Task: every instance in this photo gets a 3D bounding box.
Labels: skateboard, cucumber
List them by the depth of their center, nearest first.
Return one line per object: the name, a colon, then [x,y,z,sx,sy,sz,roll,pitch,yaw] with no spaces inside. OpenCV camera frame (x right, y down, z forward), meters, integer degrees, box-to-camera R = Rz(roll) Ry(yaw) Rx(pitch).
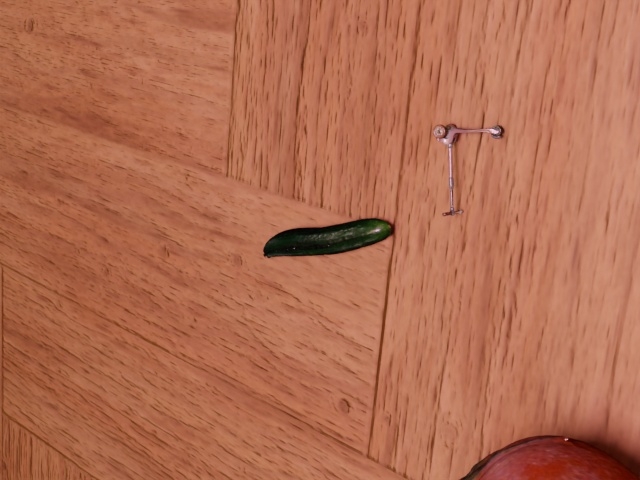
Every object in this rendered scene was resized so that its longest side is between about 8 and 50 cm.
skateboard: [0.133,-0.063,0.910,0.064,0.032,0.083,5,99,33]
cucumber: [0.000,0.000,1.046,0.184,0.036,0.033,-6,102,43]

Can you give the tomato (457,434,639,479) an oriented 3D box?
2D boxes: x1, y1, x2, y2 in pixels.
tomato: [0.169,0.293,0.785,0.265,0.265,0.265,11,106,42]
